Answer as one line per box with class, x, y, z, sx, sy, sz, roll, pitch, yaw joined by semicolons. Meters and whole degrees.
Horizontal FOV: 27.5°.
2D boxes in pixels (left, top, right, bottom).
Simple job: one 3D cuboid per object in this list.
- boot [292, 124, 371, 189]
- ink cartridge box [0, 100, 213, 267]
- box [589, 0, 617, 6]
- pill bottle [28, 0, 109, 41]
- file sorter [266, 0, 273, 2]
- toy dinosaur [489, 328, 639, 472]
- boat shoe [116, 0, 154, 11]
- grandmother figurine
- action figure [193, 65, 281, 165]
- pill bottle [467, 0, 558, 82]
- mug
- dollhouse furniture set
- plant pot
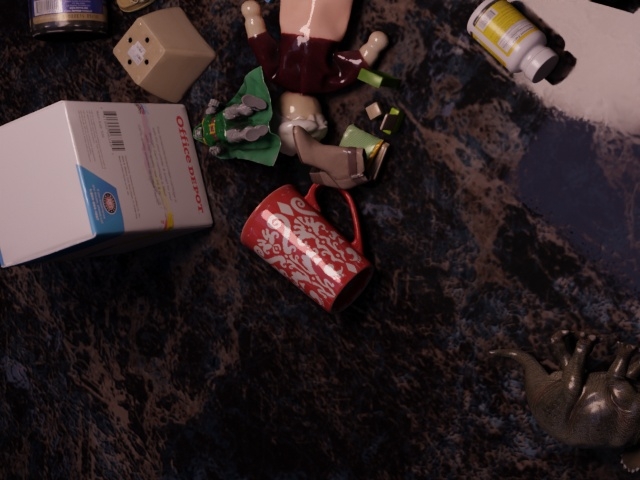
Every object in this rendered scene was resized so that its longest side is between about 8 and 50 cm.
boot;0.019;-0.117;1.799;0.087;0.118;0.042;-5;48;21
ink cartridge box;-0.331;-0.085;1.933;0.197;0.270;0.198;-17;84;33
box;0.392;-0.443;1.573;0.290;0.087;0.169;-43;72;26
pill bottle;-0.398;-0.426;2.038;0.123;0.123;0.219;-3;92;32
file sorter;-0.132;-0.440;1.885;0.170;0.104;0.118;37;110;25
toy dinosaur;0.337;0.200;1.633;0.313;0.121;0.160;14;87;26
boat shoe;-0.263;-0.401;1.999;0.153;0.048;0.056;-25;80;30
grandmother figurine;-0.009;-0.284;1.826;0.208;0.104;0.342;15;104;15
action figure;-0.132;-0.164;1.879;0.232;0.063;0.137;174;93;-66
pill bottle;0.250;-0.257;1.686;0.116;0.065;0.065;47;115;20
mug;-0.006;0.003;1.836;0.169;0.113;0.150;42;115;19
dollhouse furniture set;0.062;-0.159;1.811;0.076;0.058;0.151;30;108;27
plant pot;-0.244;-0.283;1.968;0.109;0.096;0.109;-45;71;25
